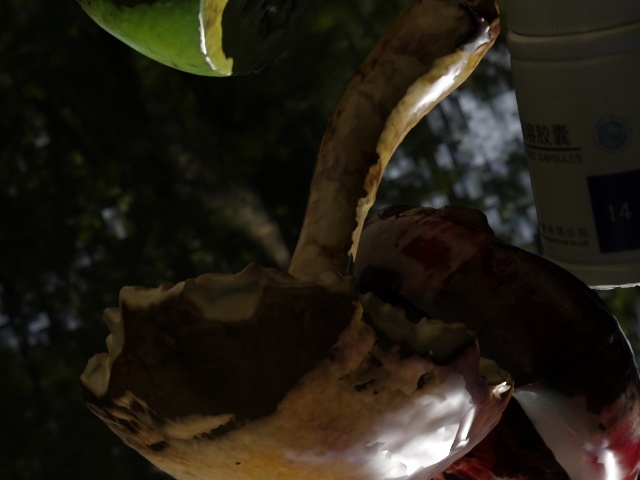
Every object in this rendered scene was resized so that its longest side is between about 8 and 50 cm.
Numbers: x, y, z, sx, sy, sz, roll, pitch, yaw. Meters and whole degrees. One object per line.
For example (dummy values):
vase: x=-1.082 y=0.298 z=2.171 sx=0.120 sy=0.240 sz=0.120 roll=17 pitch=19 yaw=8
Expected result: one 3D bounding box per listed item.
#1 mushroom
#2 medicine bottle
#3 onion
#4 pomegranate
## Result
mushroom: x=0.017 y=0.030 z=1.115 sx=0.233 sy=0.208 sz=0.302 roll=-22 pitch=-158 yaw=48
medicine bottle: x=0.285 y=-0.137 z=1.895 sx=0.190 sy=0.332 sz=0.190 roll=-11 pitch=-166 yaw=3
onion: x=0.118 y=0.073 z=1.346 sx=0.195 sy=0.272 sz=0.272 roll=-45 pitch=-164 yaw=-32
pomegranate: x=-0.095 y=-0.211 z=1.190 sx=0.159 sy=0.190 sz=0.241 roll=23 pitch=-179 yaw=19
